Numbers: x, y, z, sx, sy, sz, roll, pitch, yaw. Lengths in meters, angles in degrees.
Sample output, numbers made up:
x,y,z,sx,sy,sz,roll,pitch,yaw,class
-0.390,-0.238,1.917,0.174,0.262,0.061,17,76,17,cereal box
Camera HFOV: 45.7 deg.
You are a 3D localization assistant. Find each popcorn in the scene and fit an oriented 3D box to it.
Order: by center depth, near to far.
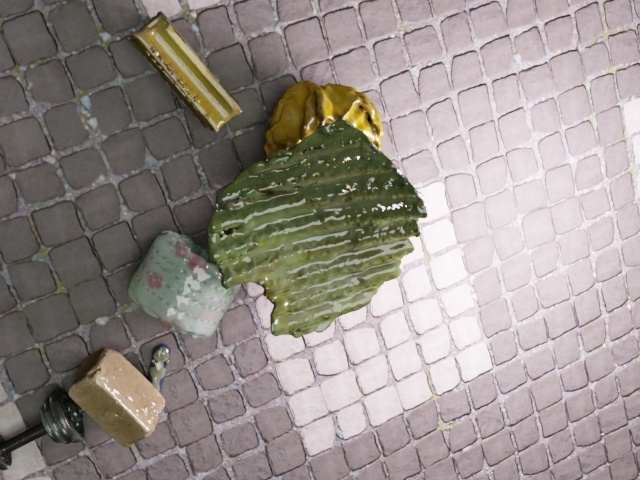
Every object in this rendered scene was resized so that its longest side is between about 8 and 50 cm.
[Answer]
x,y,z,sx,sy,sz,roll,pitch,yaw,class
0.005,-0.201,1.498,0.250,0.190,0.250,-2,96,-22,popcorn

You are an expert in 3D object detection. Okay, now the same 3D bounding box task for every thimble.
x,y,z,sx,sy,sz,roll,pitch,yaw,class
-0.255,0.087,1.476,0.149,0.185,0.211,-57,147,1,thimble

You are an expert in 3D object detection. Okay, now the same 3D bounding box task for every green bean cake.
x,y,z,sx,sy,sz,roll,pitch,yaw,class
-0.398,0.306,1.492,0.085,0.109,0.179,-29,111,22,green bean cake

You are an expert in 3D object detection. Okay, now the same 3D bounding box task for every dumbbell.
x,y,z,sx,sy,sz,roll,pitch,yaw,class
-0.569,0.381,1.469,0.254,0.110,0.110,-27,109,-5,dumbbell

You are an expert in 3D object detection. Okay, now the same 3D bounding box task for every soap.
x,y,z,sx,sy,sz,roll,pitch,yaw,class
-0.251,-0.311,1.411,0.076,0.135,0.233,-44,111,-6,soap

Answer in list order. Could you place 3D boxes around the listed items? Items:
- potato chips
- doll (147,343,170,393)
x,y,z,sx,sy,sz,roll,pitch,yaw,class
0.006,-0.006,1.414,0.389,0.097,0.373,-36,116,7,potato chips
-0.336,0.272,1.561,0.037,0.027,0.125,11,97,-21,doll
